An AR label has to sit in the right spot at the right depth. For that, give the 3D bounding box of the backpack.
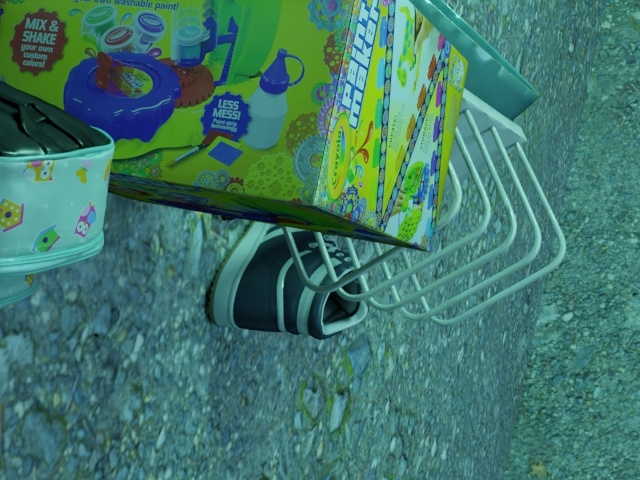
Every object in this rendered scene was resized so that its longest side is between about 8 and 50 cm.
[{"bbox_3d":[-0.226,-0.031,0.721,0.166,0.188,0.144,-19,116,-66],"label":"backpack"}]

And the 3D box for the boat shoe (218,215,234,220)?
[{"bbox_3d":[-0.072,-0.068,1.270,0.133,0.042,0.049,-56,149,-42],"label":"boat shoe"}]

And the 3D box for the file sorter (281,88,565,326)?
[{"bbox_3d":[0.101,-0.033,1.174,0.278,0.193,0.173,19,45,-56],"label":"file sorter"}]

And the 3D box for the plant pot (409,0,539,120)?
[{"bbox_3d":[0.077,-0.192,1.330,0.195,0.290,0.290,-48,162,14],"label":"plant pot"}]

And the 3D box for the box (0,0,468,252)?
[{"bbox_3d":[-0.067,-0.113,0.937,0.279,0.290,0.177,19,82,-67],"label":"box"}]

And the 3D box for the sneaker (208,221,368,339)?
[{"bbox_3d":[0.000,0.000,1.318,0.099,0.153,0.282,77,32,-44],"label":"sneaker"}]
